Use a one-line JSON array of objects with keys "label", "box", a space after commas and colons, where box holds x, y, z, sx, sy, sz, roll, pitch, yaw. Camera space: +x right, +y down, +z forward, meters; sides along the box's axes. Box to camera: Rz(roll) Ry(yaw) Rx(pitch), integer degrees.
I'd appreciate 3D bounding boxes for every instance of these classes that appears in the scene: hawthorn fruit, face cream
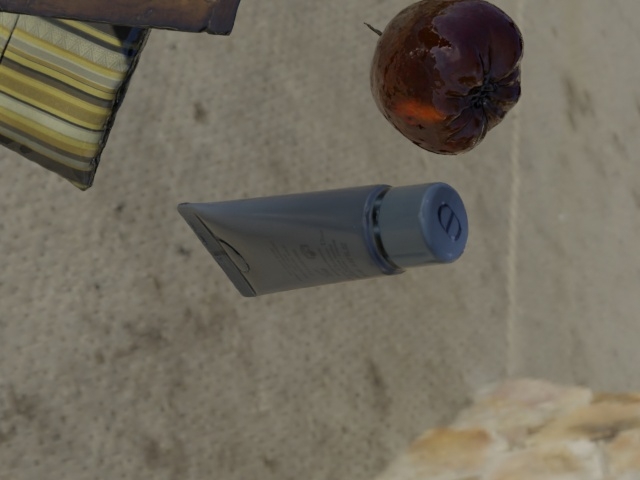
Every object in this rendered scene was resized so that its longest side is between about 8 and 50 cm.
[{"label": "hawthorn fruit", "box": [0.098, -0.133, 1.115, 0.125, 0.140, 0.125, -2, 96, -20]}, {"label": "face cream", "box": [0.000, 0.000, 1.426, 0.143, 0.314, 0.089, 54, 45, -31]}]

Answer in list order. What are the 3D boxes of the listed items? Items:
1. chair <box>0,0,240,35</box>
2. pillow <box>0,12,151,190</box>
[{"label": "chair", "box": [-0.121, -0.375, 0.903, 0.203, 0.416, 0.240, 3, 30, -31]}, {"label": "pillow", "box": [-0.258, -0.172, 1.208, 0.208, 0.212, 0.052, 26, 28, -1]}]
